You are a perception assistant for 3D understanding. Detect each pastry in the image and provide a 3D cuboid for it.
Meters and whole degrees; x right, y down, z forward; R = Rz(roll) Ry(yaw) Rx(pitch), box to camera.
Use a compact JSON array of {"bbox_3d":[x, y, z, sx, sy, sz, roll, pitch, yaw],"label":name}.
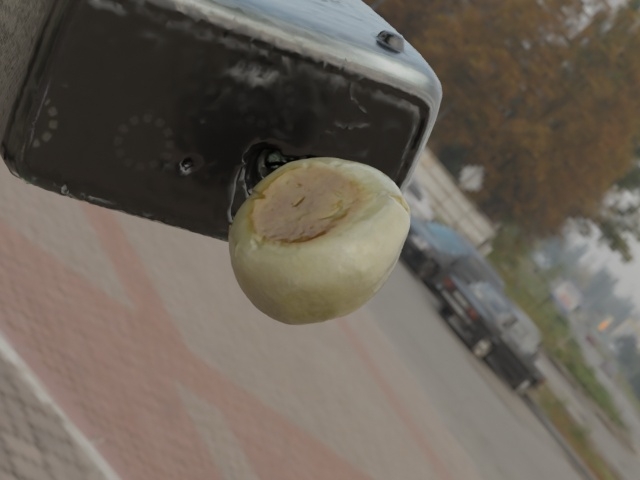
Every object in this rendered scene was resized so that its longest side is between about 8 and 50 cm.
[{"bbox_3d":[0.000,0.000,1.112,0.156,0.156,0.092,57,-4,49],"label":"pastry"}]

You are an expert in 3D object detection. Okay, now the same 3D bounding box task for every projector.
[{"bbox_3d":[-0.126,-0.185,1.379,0.395,0.242,0.405,15,20,-22],"label":"projector"}]
